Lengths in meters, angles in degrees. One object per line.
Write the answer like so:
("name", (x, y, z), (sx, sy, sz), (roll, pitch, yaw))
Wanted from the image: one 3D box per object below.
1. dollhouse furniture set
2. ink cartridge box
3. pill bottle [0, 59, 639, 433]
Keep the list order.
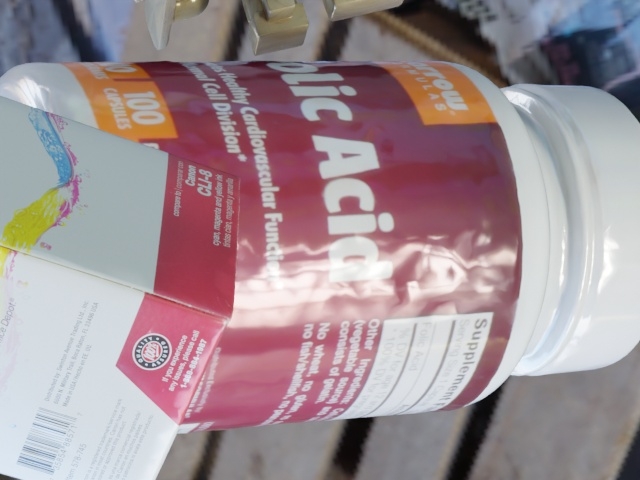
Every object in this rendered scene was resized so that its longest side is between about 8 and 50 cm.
("dollhouse furniture set", (-0.045, -0.186, 1.207), (0.123, 0.151, 0.144), (115, 138, -71))
("ink cartridge box", (-0.143, 0.022, 0.860), (0.176, 0.127, 0.128), (19, 122, -13))
("pill bottle", (0.000, 0.000, 1.126), (0.224, 0.392, 0.224), (177, 90, -65))
